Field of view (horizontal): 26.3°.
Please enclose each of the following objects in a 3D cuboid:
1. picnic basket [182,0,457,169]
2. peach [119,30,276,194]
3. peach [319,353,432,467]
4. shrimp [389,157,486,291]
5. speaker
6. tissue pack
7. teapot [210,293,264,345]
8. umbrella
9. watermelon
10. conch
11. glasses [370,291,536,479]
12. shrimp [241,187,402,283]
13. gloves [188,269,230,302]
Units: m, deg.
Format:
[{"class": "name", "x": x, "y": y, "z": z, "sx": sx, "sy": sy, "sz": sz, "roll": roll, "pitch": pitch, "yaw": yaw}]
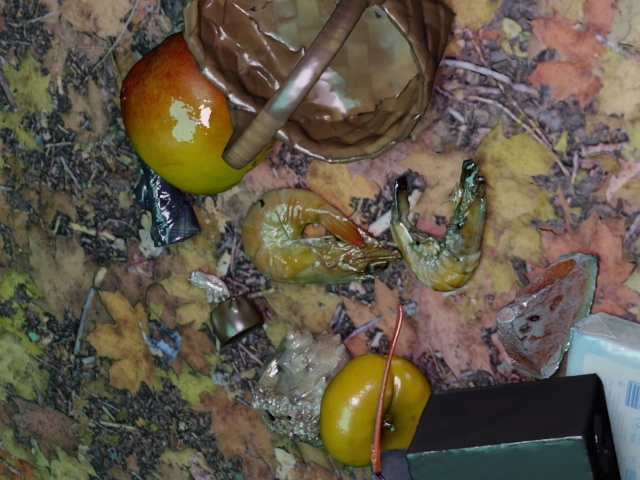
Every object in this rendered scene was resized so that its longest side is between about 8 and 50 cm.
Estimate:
[{"class": "picnic basket", "x": -0.026, "y": -0.215, "z": 1.685, "sx": 0.337, "sy": 0.337, "sz": 0.293, "roll": 50, "pitch": 130, "yaw": 6}, {"class": "peach", "x": -0.167, "y": -0.180, "z": 1.912, "sx": 0.231, "sy": 0.231, "sz": 0.231, "roll": 15, "pitch": 118, "yaw": 29}, {"class": "peach", "x": 0.079, "y": 0.240, "z": 1.950, "sx": 0.103, "sy": 0.179, "sz": 0.179, "roll": 36, "pitch": 131, "yaw": 48}, {"class": "shrimp", "x": 0.157, "y": -0.031, "z": 1.853, "sx": 0.150, "sy": 0.051, "sz": 0.217, "roll": 33, "pitch": 130, "yaw": 28}, {"class": "speaker", "x": 0.258, "y": 0.322, "z": 1.718, "sx": 0.232, "sy": 0.184, "sz": 0.254, "roll": -10, "pitch": 107, "yaw": 21}, {"class": "tissue pack", "x": 0.402, "y": 0.236, "z": 1.774, "sx": 0.177, "sy": 0.089, "sz": 0.263, "roll": 18, "pitch": 122, "yaw": 29}, {"class": "teapot", "x": -0.136, "y": 0.117, "z": 2.110, "sx": 0.068, "sy": 0.076, "sz": 0.121, "roll": 60, "pitch": 160, "yaw": 10}, {"class": "umbrella", "x": -0.252, "y": -0.103, "z": 2.098, "sx": 0.071, "sy": 0.080, "sz": 0.224, "roll": -165, "pitch": 59, "yaw": -70}, {"class": "watermelon", "x": 0.276, "y": 0.087, "z": 1.771, "sx": 0.071, "sy": 0.139, "sz": 0.187, "roll": 37, "pitch": 113, "yaw": 43}, {"class": "conch", "x": -0.016, "y": 0.237, "z": 2.058, "sx": 0.245, "sy": 0.163, "sz": 0.178, "roll": 64, "pitch": 167, "yaw": -24}, {"class": "glasses", "x": 0.184, "y": 0.217, "z": 1.841, "sx": 0.234, "sy": 0.118, "sz": 0.268, "roll": -4, "pitch": 116, "yaw": -8}, {"class": "shrimp", "x": 0.000, "y": 0.000, "z": 1.970, "sx": 0.267, "sy": 0.061, "sz": 0.145, "roll": 11, "pitch": 107, "yaw": 34}, {"class": "gloves", "x": -0.176, "y": 0.067, "z": 2.132, "sx": 0.081, "sy": 0.037, "sz": 0.044, "roll": 43, "pitch": 167, "yaw": -8}]
